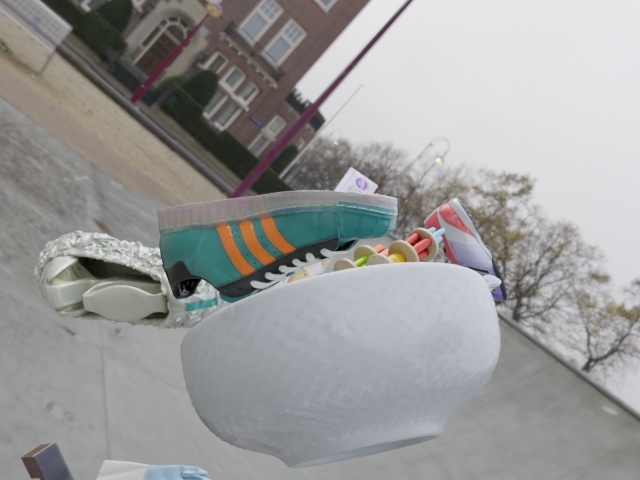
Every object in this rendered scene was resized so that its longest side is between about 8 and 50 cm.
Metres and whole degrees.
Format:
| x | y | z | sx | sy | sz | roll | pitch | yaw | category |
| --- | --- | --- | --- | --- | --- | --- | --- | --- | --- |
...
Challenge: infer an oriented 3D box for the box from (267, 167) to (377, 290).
| x | y | z | sx | sy | sz | roll | pitch | yaw | category |
| --- | --- | --- | --- | --- | --- | --- | --- | --- | --- |
| 0.000 | 0.000 | 1.010 | 0.067 | 0.324 | 0.063 | 36 | -39 | -2 | box |

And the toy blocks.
| x | y | z | sx | sy | sz | roll | pitch | yaw | category |
| --- | --- | --- | --- | --- | --- | --- | --- | --- | --- |
| 0.109 | 0.020 | 0.883 | 0.123 | 0.148 | 0.054 | -10 | -75 | 49 | toy blocks |

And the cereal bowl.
| x | y | z | sx | sy | sz | roll | pitch | yaw | category |
| --- | --- | --- | --- | --- | --- | --- | --- | --- | --- |
| 0.030 | 0.152 | 0.626 | 0.339 | 0.339 | 0.141 | 40 | 35 | -62 | cereal bowl |

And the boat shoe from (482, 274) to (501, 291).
| x | y | z | sx | sy | sz | roll | pitch | yaw | category |
| --- | --- | --- | --- | --- | --- | --- | --- | --- | --- |
| 0.364 | 0.104 | 1.316 | 0.100 | 0.035 | 0.035 | -14 | 45 | -46 | boat shoe |

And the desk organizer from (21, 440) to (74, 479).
| x | y | z | sx | sy | sz | roll | pitch | yaw | category |
| --- | --- | --- | --- | --- | --- | --- | --- | --- | --- |
| -0.483 | 0.434 | 1.072 | 0.047 | 0.050 | 0.130 | -31 | 101 | -55 | desk organizer |

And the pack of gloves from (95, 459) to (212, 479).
| x | y | z | sx | sy | sz | roll | pitch | yaw | category |
| --- | --- | --- | --- | --- | --- | --- | --- | --- | --- |
| -0.294 | 0.474 | 0.989 | 0.195 | 0.232 | 0.046 | -76 | 156 | -44 | pack of gloves |

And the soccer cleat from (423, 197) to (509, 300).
| x | y | z | sx | sy | sz | roll | pitch | yaw | category |
| --- | --- | --- | --- | --- | --- | --- | --- | --- | --- |
| 0.396 | 0.041 | 1.590 | 0.318 | 0.116 | 0.108 | 57 | 10 | -14 | soccer cleat |

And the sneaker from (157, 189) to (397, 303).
| x | y | z | sx | sy | sz | roll | pitch | yaw | category |
| --- | --- | --- | --- | --- | --- | --- | --- | --- | --- |
| -0.052 | 0.009 | 0.670 | 0.302 | 0.121 | 0.108 | -5 | 0 | 28 | sneaker |

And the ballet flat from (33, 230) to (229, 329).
| x | y | z | sx | sy | sz | roll | pitch | yaw | category |
| --- | --- | --- | --- | --- | --- | --- | --- | --- | --- |
| -0.326 | 0.065 | 0.898 | 0.409 | 0.147 | 0.147 | 1 | -22 | 29 | ballet flat |
